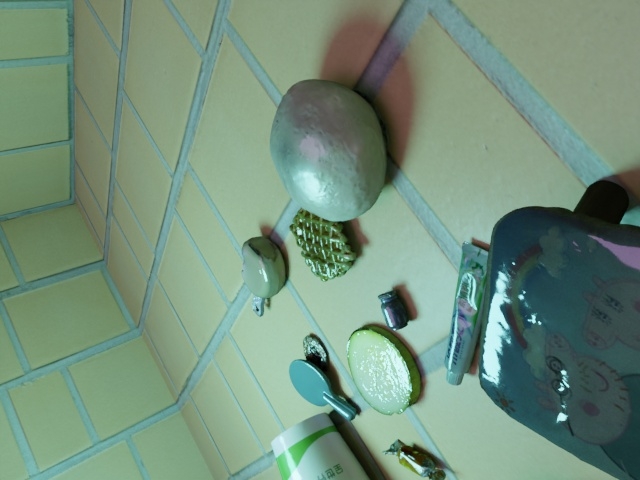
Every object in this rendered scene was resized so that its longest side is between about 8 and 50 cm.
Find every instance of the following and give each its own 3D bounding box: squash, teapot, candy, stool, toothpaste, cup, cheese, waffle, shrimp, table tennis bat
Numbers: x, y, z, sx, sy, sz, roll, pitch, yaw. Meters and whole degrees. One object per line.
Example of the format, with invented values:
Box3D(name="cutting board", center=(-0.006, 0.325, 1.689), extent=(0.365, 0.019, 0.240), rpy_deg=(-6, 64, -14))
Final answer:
Box3D(name="squash", center=(0.148, 0.307, 1.169), extent=(0.219, 0.041, 0.219), rpy_deg=(22, 119, 46))
Box3D(name="teapot", center=(0.161, 0.150, 1.067), extent=(0.049, 0.064, 0.083), rpy_deg=(-20, 88, 23))
Box3D(name="candy", center=(0.001, -0.177, 0.984), extent=(0.296, 0.185, 0.295), rpy_deg=(21, 120, 40))
Box3D(name="stool", center=(0.384, 0.101, 0.594), extent=(0.310, 0.226, 0.310), rpy_deg=(23, 124, 44))
Box3D(name="toothpaste", center=(0.274, 0.147, 0.916), extent=(0.075, 0.048, 0.296), rpy_deg=(29, 126, 43))
Box3D(name="cup", center=(-0.002, 0.653, 1.374), extent=(0.273, 0.253, 0.253), rpy_deg=(58, 144, 25))
Box3D(name="cheese", center=(-0.181, 0.122, 1.458), extent=(0.163, 0.082, 0.286), rpy_deg=(46, 139, 30))
Box3D(name="candy", center=(0.223, 0.522, 1.164), extent=(0.182, 0.053, 0.046), rpy_deg=(6, 99, 51))
Box3D(name="waffle", center=(0.000, 0.000, 1.183), extent=(0.207, 0.054, 0.214), rpy_deg=(56, 148, 12))
Box3D(name="shrimp", center=(-0.012, 0.350, 1.395), extent=(0.091, 0.034, 0.160), rpy_deg=(4, 110, 51))
Box3D(name="table tennis bat", center=(0.003, 0.425, 1.377), extent=(0.237, 0.038, 0.149), rpy_deg=(29, 128, 28))
